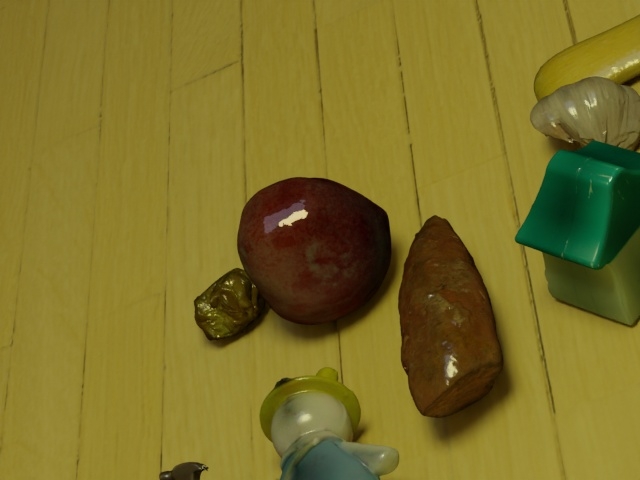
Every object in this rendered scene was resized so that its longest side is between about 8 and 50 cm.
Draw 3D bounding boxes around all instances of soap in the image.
[{"bbox_3d":[0.295,-0.184,1.834,0.168,0.033,0.089,-25,42,14],"label":"soap"}]

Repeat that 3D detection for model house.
[{"bbox_3d":[0.251,-0.021,1.608,0.100,0.149,0.127,22,64,43],"label":"model house"}]

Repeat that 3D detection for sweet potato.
[{"bbox_3d":[0.117,0.068,1.671,0.097,0.097,0.252,-23,35,16],"label":"sweet potato"}]

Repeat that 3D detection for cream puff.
[{"bbox_3d":[-0.090,0.067,1.846,0.083,0.083,0.058,-30,78,-11],"label":"cream puff"}]

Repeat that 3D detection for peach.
[{"bbox_3d":[0.000,0.000,1.784,0.152,0.152,0.152,-20,41,19],"label":"peach"}]

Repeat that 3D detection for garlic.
[{"bbox_3d":[0.263,-0.122,1.763,0.113,0.074,0.094,-13,32,3],"label":"garlic"}]

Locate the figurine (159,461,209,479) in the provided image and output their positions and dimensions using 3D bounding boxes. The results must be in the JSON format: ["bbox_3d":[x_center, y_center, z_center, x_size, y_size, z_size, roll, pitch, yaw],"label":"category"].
[{"bbox_3d":[-0.106,0.310,1.550,0.137,0.112,0.229,17,88,53],"label":"figurine"}]

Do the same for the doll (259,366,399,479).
[{"bbox_3d":[0.000,0.205,1.602,0.241,0.098,0.135,-100,31,-50],"label":"doll"}]
